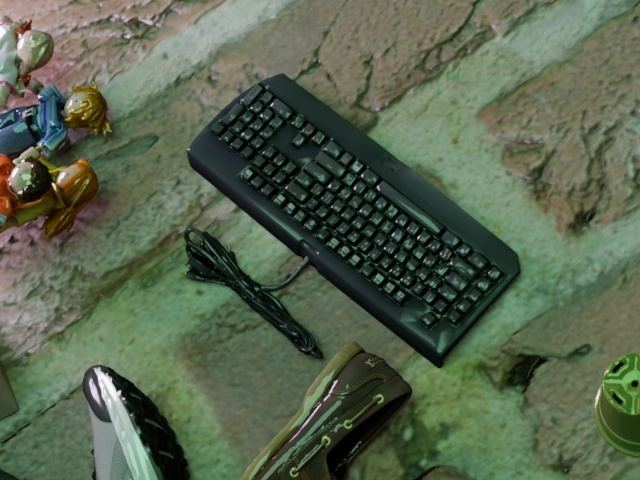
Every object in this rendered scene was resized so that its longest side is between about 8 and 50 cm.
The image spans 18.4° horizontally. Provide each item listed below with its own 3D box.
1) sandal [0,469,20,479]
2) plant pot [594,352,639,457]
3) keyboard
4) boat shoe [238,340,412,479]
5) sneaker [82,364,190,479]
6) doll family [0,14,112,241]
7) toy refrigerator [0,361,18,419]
[{"bbox_3d":[-0.385,0.280,1.711,0.302,0.086,0.120,-23,28,4],"label":"sandal"},{"bbox_3d":[0.258,0.125,1.592,0.083,0.079,0.083,-5,70,13],"label":"plant pot"},{"bbox_3d":[0.000,0.000,1.737,0.317,0.033,0.201,38,84,25],"label":"keyboard"},{"bbox_3d":[-0.007,0.183,1.645,0.073,0.073,0.207,37,90,17],"label":"boat shoe"},{"bbox_3d":[-0.160,0.229,1.662,0.108,0.100,0.272,-25,66,11],"label":"sneaker"},{"bbox_3d":[-0.275,-0.083,1.814,0.163,0.118,0.263,-18,48,15],"label":"doll family"},{"bbox_3d":[-0.418,0.159,1.759,0.269,0.094,0.102,-27,65,4],"label":"toy refrigerator"}]
